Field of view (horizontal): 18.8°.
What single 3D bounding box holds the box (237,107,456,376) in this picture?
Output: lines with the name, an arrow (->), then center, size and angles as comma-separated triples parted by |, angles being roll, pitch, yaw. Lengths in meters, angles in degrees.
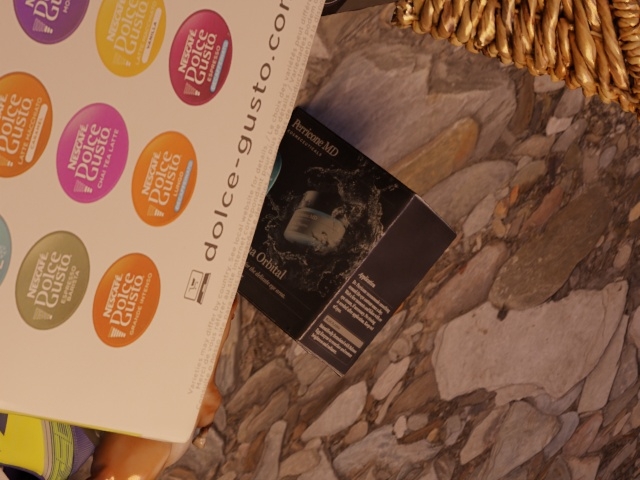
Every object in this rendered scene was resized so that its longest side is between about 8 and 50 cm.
box -> 0.000, 0.000, 1.636 | 0.158, 0.156, 0.093 | -51, 144, -1

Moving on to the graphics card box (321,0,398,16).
graphics card box -> 0.007, -0.338, 1.395 | 0.233, 0.094, 0.371 | -16, 134, -40

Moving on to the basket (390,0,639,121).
basket -> 0.217, -0.252, 1.508 | 0.299, 0.223, 0.213 | -42, 152, -64

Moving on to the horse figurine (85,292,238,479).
horse figurine -> -0.151, 0.179, 1.667 | 0.263, 0.066, 0.174 | -45, 165, -41

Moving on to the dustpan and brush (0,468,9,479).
dustpan and brush -> -0.331, 0.135, 1.441 | 0.060, 0.147, 0.211 | -49, 122, -38

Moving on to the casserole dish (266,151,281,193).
casserole dish -> -0.088, -0.048, 1.506 | 0.037, 0.188, 0.114 | 39, 97, -21

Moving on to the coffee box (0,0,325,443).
coffee box -> -0.244, -0.108, 1.032 | 0.334, 0.338, 0.338 | 20, 85, -54

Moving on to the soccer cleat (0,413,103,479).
soccer cleat -> -0.267, 0.123, 1.500 | 0.121, 0.093, 0.289 | -44, 145, -4
